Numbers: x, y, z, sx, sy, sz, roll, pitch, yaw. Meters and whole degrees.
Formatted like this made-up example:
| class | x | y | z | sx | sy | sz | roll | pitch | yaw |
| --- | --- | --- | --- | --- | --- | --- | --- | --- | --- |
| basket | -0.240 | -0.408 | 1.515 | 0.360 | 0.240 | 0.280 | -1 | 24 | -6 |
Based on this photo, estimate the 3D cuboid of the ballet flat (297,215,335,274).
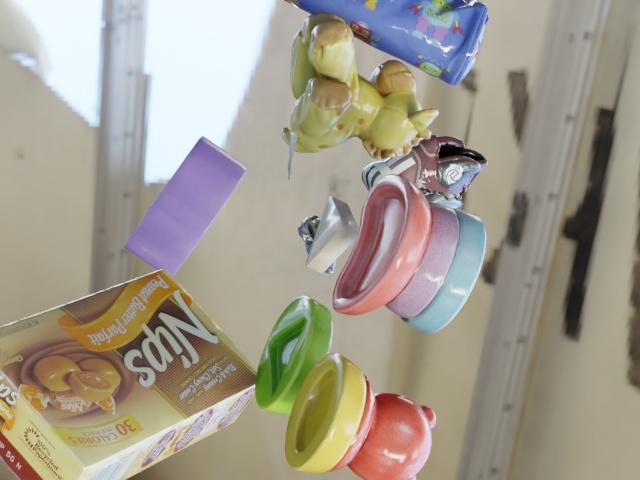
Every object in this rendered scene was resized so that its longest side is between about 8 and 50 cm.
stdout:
| class | x | y | z | sx | sy | sz | roll | pitch | yaw |
| --- | --- | --- | --- | --- | --- | --- | --- | --- | --- |
| ballet flat | 0.000 | 0.000 | 1.792 | 0.041 | 0.041 | 0.114 | 0 | -155 | -14 |

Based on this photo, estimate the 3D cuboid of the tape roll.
| class | x | y | z | sx | sy | sz | roll | pitch | yaw |
| --- | --- | --- | --- | --- | --- | --- | --- | --- | --- |
| tape roll | -0.184 | -0.046 | 2.057 | 0.080 | 0.189 | 0.189 | 35 | -151 | -5 |

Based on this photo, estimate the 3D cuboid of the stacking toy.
| class | x | y | z | sx | sy | sz | roll | pitch | yaw |
| --- | --- | --- | --- | --- | --- | --- | --- | --- | --- |
| stacking toy | 0.060 | 0.095 | 1.565 | 0.130 | 0.309 | 0.279 | 23 | 178 | -18 |

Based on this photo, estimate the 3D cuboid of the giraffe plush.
| class | x | y | z | sx | sy | sz | roll | pitch | yaw |
| --- | --- | --- | --- | --- | --- | --- | --- | --- | --- |
| giraffe plush | 0.054 | -0.170 | 1.873 | 0.171 | 0.210 | 0.181 | 5 | -165 | -13 |

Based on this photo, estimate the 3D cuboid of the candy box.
| class | x | y | z | sx | sy | sz | roll | pitch | yaw |
| --- | --- | --- | --- | --- | --- | --- | --- | --- | --- |
| candy box | -0.221 | 0.152 | 1.601 | 0.183 | 0.087 | 0.316 | 46 | -149 | 15 |

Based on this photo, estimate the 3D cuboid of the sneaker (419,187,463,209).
| class | x | y | z | sx | sy | sz | roll | pitch | yaw |
| --- | --- | --- | --- | --- | --- | --- | --- | --- | --- |
| sneaker | 0.104 | 0.001 | 1.709 | 0.101 | 0.106 | 0.267 | 8 | 172 | 3 |

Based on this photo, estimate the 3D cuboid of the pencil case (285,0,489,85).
| class | x | y | z | sx | sy | sz | roll | pitch | yaw |
| --- | --- | --- | --- | --- | --- | --- | --- | --- | --- |
| pencil case | 0.078 | -0.323 | 1.995 | 0.306 | 0.119 | 0.133 | 27 | -106 | -1 |

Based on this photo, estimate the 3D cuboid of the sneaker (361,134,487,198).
| class | x | y | z | sx | sy | sz | roll | pitch | yaw |
| --- | --- | --- | --- | --- | --- | --- | --- | --- | --- |
| sneaker | 0.183 | -0.047 | 2.151 | 0.162 | 0.281 | 0.106 | -36 | -132 | 0 |
